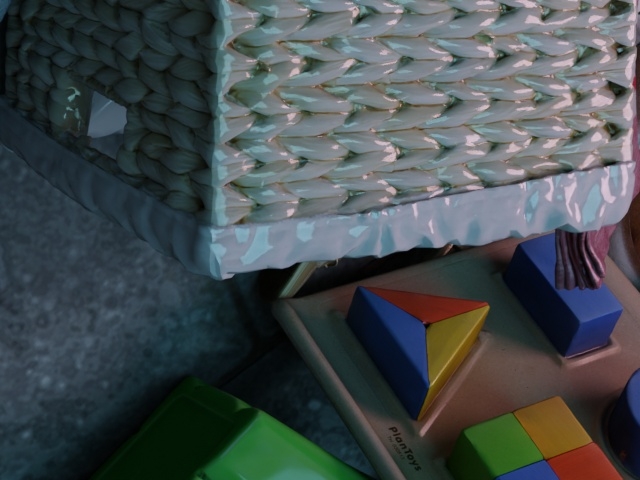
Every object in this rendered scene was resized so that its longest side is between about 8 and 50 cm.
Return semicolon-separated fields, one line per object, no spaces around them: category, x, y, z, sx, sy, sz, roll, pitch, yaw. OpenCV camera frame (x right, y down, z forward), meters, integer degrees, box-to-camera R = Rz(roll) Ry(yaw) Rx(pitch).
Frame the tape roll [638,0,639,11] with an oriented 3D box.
tape roll;0.200;-0.315;1.216;0.286;0.100;0.286;-18;120;-34

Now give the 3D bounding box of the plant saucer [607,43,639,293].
plant saucer;0.370;-0.065;1.487;0.311;0.050;0.310;-13;114;-33

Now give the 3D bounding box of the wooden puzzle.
wooden puzzle;0.179;0.113;1.177;0.348;0.322;0.080;-12;140;-31

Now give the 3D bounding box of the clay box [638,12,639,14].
clay box;0.350;-0.297;1.329;0.053;0.127;0.222;40;81;-39

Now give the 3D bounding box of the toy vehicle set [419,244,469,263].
toy vehicle set;0.163;0.142;1.301;0.267;0.035;0.166;42;59;-7

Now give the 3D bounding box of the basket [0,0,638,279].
basket;-0.004;-0.159;0.971;0.331;0.328;0.266;-7;111;-32

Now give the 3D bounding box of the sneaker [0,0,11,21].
sneaker;-0.317;-0.114;0.918;0.153;0.101;0.268;44;74;-38

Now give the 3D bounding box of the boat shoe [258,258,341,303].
boat shoe;0.000;0.000;1.229;0.045;0.050;0.135;37;84;-34

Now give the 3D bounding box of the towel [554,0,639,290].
towel;0.219;-0.154;1.135;0.237;0.037;0.329;-54;144;-56

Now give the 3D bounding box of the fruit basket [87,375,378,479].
fruit basket;-0.067;0.339;1.193;0.392;0.283;0.392;-2;96;-24
